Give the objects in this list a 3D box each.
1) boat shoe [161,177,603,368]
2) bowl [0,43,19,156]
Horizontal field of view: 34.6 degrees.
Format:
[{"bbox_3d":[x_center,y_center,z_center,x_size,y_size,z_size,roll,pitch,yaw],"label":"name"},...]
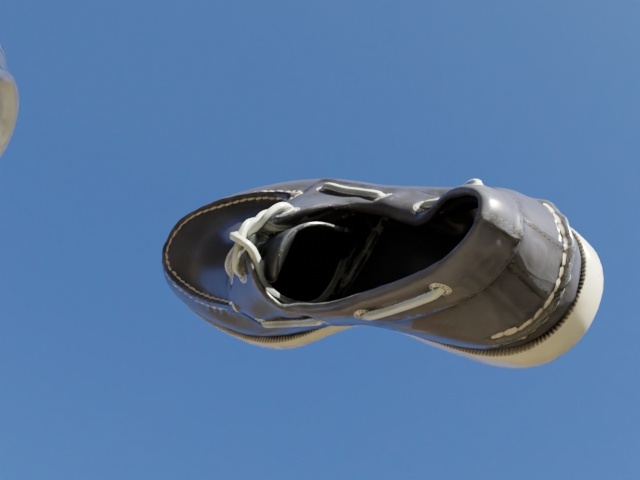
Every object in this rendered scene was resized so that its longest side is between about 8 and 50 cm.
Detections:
[{"bbox_3d":[0.000,0.000,0.382,0.206,0.075,0.065,5,-22,45],"label":"boat shoe"},{"bbox_3d":[-0.252,-0.089,0.677,0.080,0.170,0.170,20,-62,8],"label":"bowl"}]
